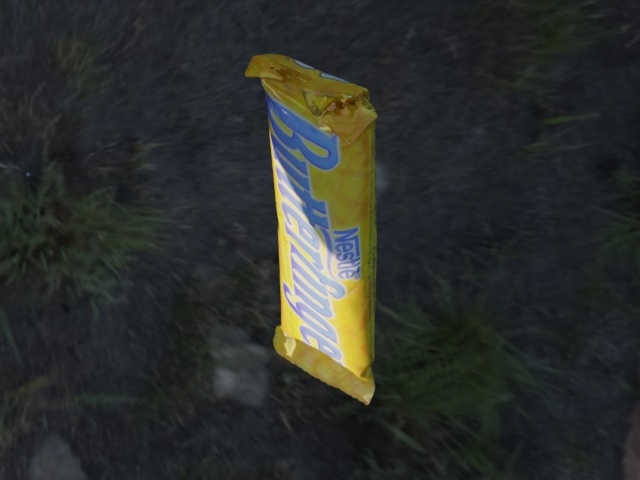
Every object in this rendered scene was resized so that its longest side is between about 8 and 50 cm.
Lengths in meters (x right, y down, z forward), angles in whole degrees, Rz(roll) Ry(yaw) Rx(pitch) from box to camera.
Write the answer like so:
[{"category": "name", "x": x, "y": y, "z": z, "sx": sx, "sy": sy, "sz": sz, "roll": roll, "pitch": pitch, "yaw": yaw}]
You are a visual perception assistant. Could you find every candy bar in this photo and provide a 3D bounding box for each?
[{"category": "candy bar", "x": 0.000, "y": 0.000, "z": 0.471, "sx": 0.040, "sy": 0.161, "sz": 0.018, "roll": 30, "pitch": 63, "yaw": 19}]
